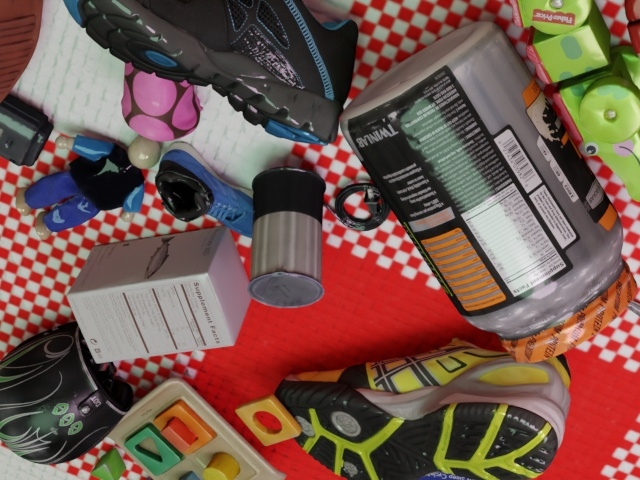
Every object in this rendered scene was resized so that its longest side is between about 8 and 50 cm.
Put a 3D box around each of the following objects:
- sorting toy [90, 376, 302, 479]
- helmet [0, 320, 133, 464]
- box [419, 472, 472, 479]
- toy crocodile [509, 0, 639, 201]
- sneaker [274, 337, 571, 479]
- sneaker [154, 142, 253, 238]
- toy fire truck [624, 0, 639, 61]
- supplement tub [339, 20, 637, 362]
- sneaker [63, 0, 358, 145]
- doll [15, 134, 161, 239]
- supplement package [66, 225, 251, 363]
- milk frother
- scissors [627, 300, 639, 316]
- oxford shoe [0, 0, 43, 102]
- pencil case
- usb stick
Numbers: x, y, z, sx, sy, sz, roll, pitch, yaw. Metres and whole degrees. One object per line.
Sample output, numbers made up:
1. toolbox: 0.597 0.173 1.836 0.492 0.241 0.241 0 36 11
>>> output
1. sorting toy: -0.164 0.272 1.910 0.196 0.047 0.347 42 133 -10
2. helmet: -0.328 0.194 1.879 0.161 0.169 0.169 -30 113 9
3. box: 0.167 0.331 1.926 0.136 0.036 0.225 7 125 8
4. toy crocodile: 0.251 -0.190 1.522 0.105 0.115 0.341 -19 115 27
5. sneaker: 0.121 0.194 1.794 0.384 0.147 0.145 0 127 34
6. sneaker: -0.122 -0.038 1.718 0.152 0.085 0.058 42 121 -16
7. toy fire truck: 0.378 -0.272 1.432 0.217 0.158 0.246 -16 106 22
8. supplement tub: 0.176 -0.045 1.556 0.193 0.193 0.316 -28 103 26
9. sneaker: -0.105 -0.217 1.519 0.340 0.140 0.125 26 171 -37
10. doll: -0.261 -0.069 1.753 0.189 0.046 0.129 -24 115 25
11. supplement package: -0.184 0.063 1.785 0.179 0.105 0.105 -9 120 17
12. milk frother: 0.000 0.000 1.685 0.143 0.135 0.129 -11 150 22
13. scissors: 0.473 0.137 1.744 0.109 0.021 0.297 -35 108 32
14. oxford shoe: -0.377 -0.260 1.612 0.146 0.140 0.397 39 114 17
15. pencil case: -0.156 -0.214 1.612 0.095 0.098 0.209 44 136 38
16. usb stick: -0.433 -0.173 1.723 0.278 0.045 0.077 30 123 -8
